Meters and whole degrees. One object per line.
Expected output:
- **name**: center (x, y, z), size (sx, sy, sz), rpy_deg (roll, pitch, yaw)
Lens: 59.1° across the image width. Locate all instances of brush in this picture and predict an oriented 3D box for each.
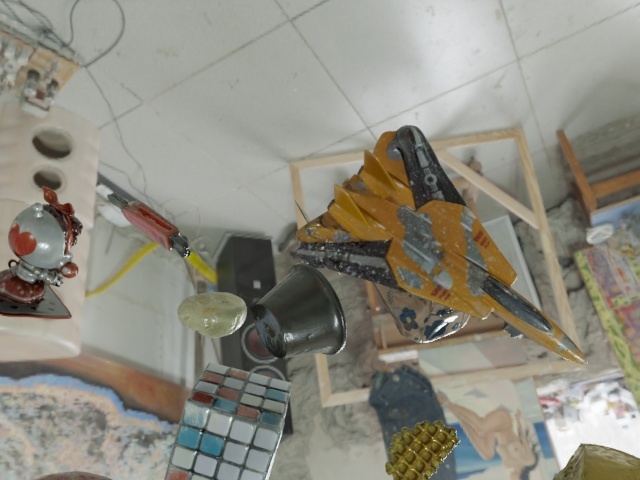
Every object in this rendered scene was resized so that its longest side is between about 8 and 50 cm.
- **brush**: center (-0.469, -0.053, 1.546), size (0.051, 0.323, 0.070), rpy_deg (-44, 156, -32)

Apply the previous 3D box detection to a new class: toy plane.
- **toy plane**: center (0.145, 0.028, 0.614), size (0.204, 0.316, 0.103), rpy_deg (-49, 174, -10)

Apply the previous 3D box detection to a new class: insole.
- **insole**: center (0.000, 0.000, 0.792), size (0.004, 0.064, 0.188), rpy_deg (-29, 149, 2)

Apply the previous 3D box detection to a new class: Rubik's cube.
- **Rubik's cube**: center (-0.234, 0.511, 1.502), size (0.256, 0.253, 0.259), rpy_deg (15, 104, 1)

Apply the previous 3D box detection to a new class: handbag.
- **handbag**: center (0.223, 0.060, 1.207), size (0.190, 0.252, 0.193), rpy_deg (-14, 140, -19)

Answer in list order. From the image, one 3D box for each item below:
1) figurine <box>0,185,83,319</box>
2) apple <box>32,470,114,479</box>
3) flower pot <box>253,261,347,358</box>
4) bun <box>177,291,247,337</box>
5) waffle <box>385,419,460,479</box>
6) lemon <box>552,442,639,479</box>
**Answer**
- **figurine**: center (-0.554, 0.010, 1.111), size (0.160, 0.183, 0.226), rpy_deg (14, 105, -52)
- **apple**: center (-0.440, 0.545, 0.947), size (0.305, 0.305, 0.235), rpy_deg (21, 103, -39)
- **flower pot**: center (-0.070, 0.207, 1.487), size (0.166, 0.269, 0.269), rpy_deg (-21, 158, -33)
- **bun**: center (-0.298, 0.206, 1.558), size (0.188, 0.164, 0.111), rpy_deg (-3, 109, -46)
- **waffle**: center (0.239, 0.501, 1.295), size (0.191, 0.161, 0.046), rpy_deg (-11, 160, -9)
- **lemon**: center (0.611, 0.607, 1.105), size (0.363, 0.365, 0.364), rpy_deg (-6, 149, -4)
